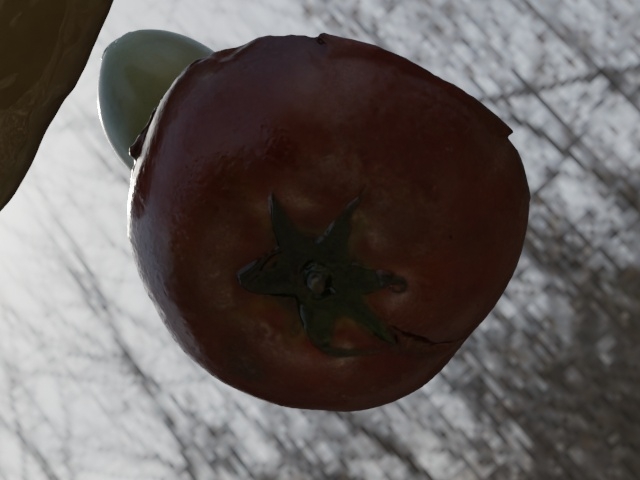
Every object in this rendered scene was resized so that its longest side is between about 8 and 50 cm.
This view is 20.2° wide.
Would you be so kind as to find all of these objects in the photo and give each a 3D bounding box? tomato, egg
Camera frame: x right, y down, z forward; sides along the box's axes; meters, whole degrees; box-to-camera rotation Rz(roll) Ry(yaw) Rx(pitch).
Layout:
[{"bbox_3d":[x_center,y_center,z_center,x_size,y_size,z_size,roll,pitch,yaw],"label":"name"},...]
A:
[{"bbox_3d":[-0.002,0.002,0.935,0.225,0.225,0.085,-57,9,35],"label":"tomato"},{"bbox_3d":[-0.111,-0.097,1.392,0.114,0.152,0.114,-38,16,13],"label":"egg"}]

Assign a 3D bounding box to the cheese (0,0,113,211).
[{"bbox_3d":[-0.223,-0.224,1.077,0.129,0.351,0.328,11,-54,-41],"label":"cheese"}]
